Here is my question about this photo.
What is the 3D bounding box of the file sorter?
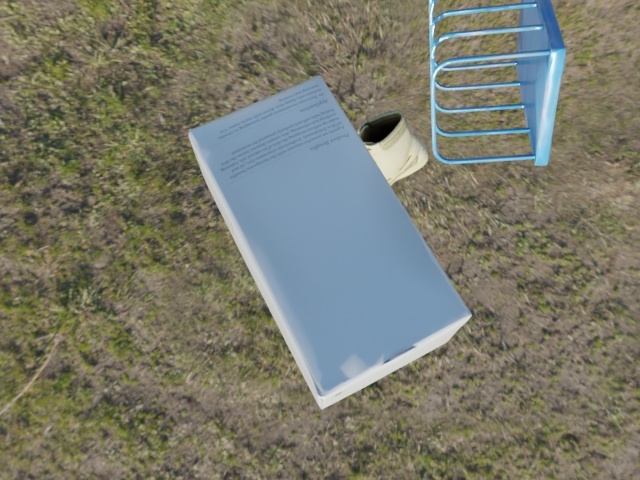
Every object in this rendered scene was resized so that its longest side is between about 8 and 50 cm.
[{"bbox_3d":[0.156,-0.169,0.548,0.105,0.170,0.118,-1,138,11],"label":"file sorter"}]

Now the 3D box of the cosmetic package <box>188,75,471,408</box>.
[{"bbox_3d":[0.000,0.000,0.735,0.197,0.155,0.365,-24,72,-10],"label":"cosmetic package"}]

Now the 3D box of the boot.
[{"bbox_3d":[0.122,-0.191,1.411,0.262,0.203,0.095,-32,60,14],"label":"boot"}]
